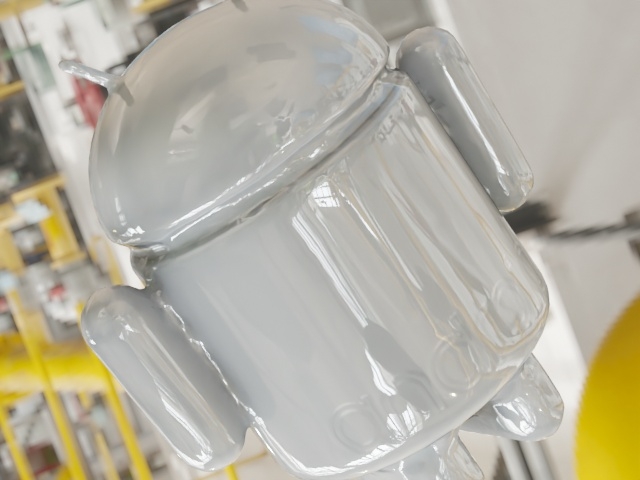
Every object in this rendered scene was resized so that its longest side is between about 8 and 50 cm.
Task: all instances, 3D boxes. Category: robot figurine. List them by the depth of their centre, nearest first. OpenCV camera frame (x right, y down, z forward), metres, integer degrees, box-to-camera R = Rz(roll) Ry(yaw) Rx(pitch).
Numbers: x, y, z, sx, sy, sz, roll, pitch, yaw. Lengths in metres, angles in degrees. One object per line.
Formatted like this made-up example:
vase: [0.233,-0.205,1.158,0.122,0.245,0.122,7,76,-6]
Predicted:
robot figurine: [0.000,0.000,0.989,0.300,0.353,0.200,-43,-164,-24]
